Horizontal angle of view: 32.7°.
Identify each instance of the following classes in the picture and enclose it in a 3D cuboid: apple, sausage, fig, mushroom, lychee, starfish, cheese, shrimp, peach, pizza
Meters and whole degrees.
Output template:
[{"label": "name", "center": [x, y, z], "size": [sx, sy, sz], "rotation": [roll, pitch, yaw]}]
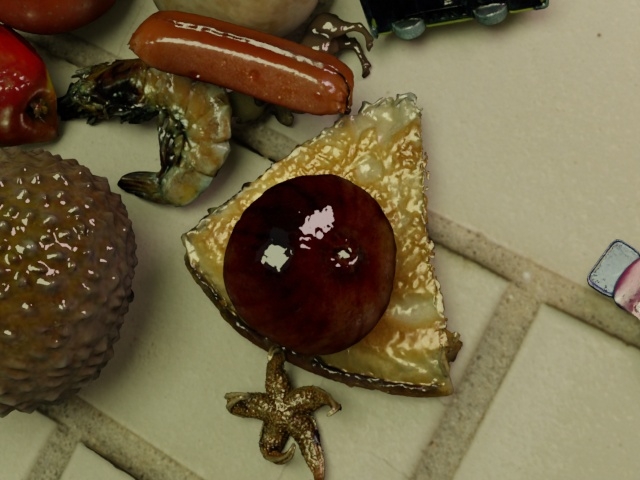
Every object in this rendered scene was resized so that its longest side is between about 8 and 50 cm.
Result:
[{"label": "apple", "center": [-0.432, -0.456, 1.720], "size": [0.261, 0.216, 0.260], "rotation": [0, 42, 0]}, {"label": "sausage", "center": [-0.109, -0.253, 1.539], "size": [0.330, 0.102, 0.102], "rotation": [16, 81, 3]}, {"label": "fig", "center": [-0.017, 0.029, 1.405], "size": [0.235, 0.235, 0.214], "rotation": [-54, 31, -1]}, {"label": "mushroom", "center": [-0.124, -0.441, 1.625], "size": [0.298, 0.297, 0.290], "rotation": [15, 52, 21]}, {"label": "lychee", "center": [-0.445, 0.055, 1.526], "size": [0.380, 0.432, 0.380], "rotation": [-2, 87, 47]}, {"label": "starfish", "center": [-0.038, 0.244, 1.499], "size": [0.146, 0.074, 0.190], "rotation": [-40, 82, 17]}, {"label": "cheese", "center": [0.460, 0.090, 1.393], "size": [0.244, 0.062, 0.155], "rotation": [35, 87, 24]}, {"label": "shrimp", "center": [-0.280, -0.166, 1.677], "size": [0.365, 0.071, 0.233], "rotation": [1, 94, 33]}, {"label": "peach", "center": [-0.543, -0.272, 1.738], "size": [0.267, 0.159, 0.154], "rotation": [47, 137, 26]}, {"label": "pizza", "center": [-0.013, 0.029, 1.555], "size": [0.392, 0.080, 0.434], "rotation": [-11, 72, 15]}]

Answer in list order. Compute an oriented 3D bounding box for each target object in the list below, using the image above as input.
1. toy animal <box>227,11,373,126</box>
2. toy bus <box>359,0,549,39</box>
[{"label": "toy animal", "center": [-0.032, -0.247, 1.634], "size": [0.186, 0.094, 0.214], "rotation": [27, 86, 13]}, {"label": "toy bus", "center": [0.189, -0.392, 1.560], "size": [0.262, 0.128, 0.150], "rotation": [-7, 49, 17]}]
